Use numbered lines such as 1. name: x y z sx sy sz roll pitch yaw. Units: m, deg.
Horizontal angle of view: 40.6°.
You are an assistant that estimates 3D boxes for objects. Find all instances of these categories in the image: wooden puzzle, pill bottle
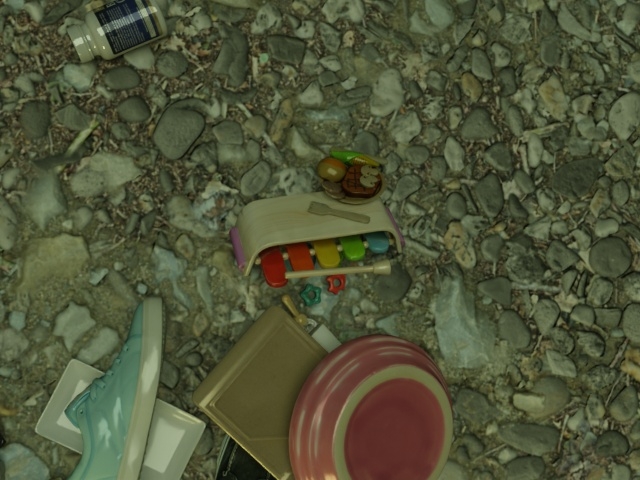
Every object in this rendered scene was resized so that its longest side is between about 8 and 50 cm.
1. wooden puzzle: -0.068 0.267 1.491 0.238 0.044 0.221 43 71 -4
2. pill bottle: -0.377 -0.392 1.599 0.169 0.094 0.094 -26 87 -10

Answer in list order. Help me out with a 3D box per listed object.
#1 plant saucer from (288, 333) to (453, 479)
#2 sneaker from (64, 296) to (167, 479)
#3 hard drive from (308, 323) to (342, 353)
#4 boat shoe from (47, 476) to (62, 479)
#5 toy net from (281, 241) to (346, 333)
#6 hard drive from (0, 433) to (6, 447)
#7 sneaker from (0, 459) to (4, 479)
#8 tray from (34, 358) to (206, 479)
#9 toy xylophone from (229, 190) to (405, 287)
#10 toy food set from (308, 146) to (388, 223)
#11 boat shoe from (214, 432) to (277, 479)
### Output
1. plant saucer: 0.107 0.330 1.481 0.332 0.084 0.332 -2 94 -31
2. sneaker: -0.355 0.267 1.472 0.150 0.135 0.366 12 81 -9
3. hard drive: 0.035 0.338 1.560 0.210 0.040 0.319 -45 98 -20
4. boat shoe: -0.460 0.442 1.506 0.170 0.063 0.059 17 78 -15
5. toy net: -0.020 0.117 1.615 0.122 0.045 0.232 7 84 -16
6. hard drive: -0.713 0.341 1.384 0.339 0.064 0.237 -40 111 -35
7. sneaker: -0.593 0.452 1.486 0.064 0.061 0.158 14 81 1
8. tray: -0.355 0.332 1.547 0.270 0.030 0.145 27 80 -4
9. toy xylophone: 0.000 0.000 1.555 0.322 0.081 0.236 -2 45 -8
10. toy food set: 0.056 -0.116 1.590 0.132 0.038 0.192 12 45 6
11. boat shoe: -0.134 0.461 1.513 0.121 0.119 0.335 11 78 -5
